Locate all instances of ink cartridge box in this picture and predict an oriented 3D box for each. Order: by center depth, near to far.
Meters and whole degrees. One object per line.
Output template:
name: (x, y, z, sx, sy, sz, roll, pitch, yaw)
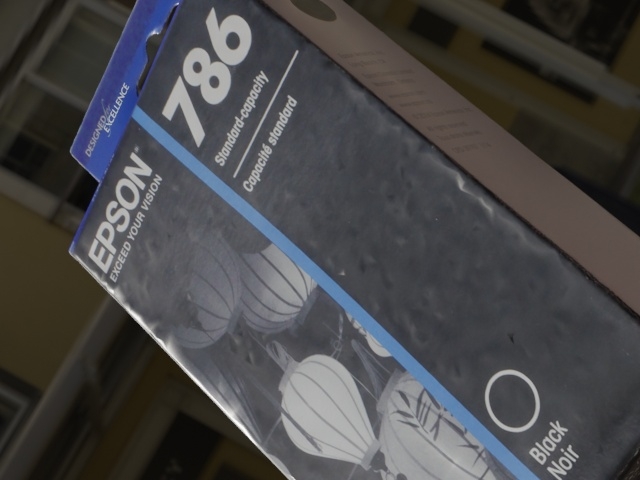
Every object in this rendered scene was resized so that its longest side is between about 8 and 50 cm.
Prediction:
ink cartridge box: (0.000, 0.000, 0.616, 0.065, 0.333, 0.165, -12, -43, -51)
